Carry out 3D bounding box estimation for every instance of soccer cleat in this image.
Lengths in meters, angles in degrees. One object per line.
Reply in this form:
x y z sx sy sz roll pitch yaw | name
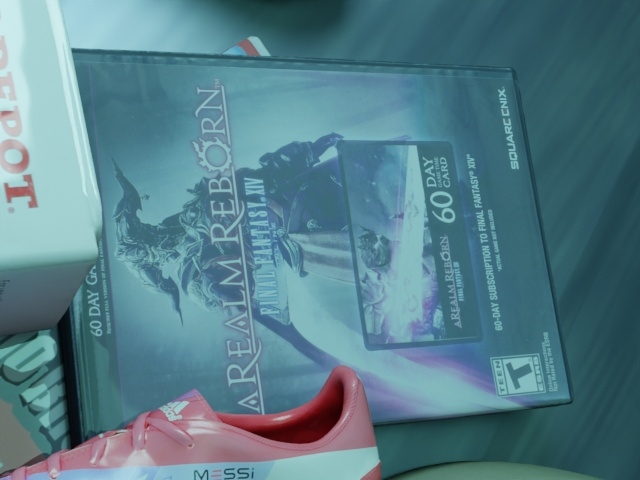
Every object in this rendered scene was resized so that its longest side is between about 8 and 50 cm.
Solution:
-0.085 0.109 0.496 0.248 0.083 0.095 -3 98 -28 | soccer cleat

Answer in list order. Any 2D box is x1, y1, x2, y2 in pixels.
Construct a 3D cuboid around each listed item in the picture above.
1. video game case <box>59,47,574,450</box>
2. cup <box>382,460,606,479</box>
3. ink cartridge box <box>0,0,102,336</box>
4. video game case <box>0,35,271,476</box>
0.000 0.000 0.613 0.274 0.026 0.196 -2 77 -28 | video game case
0.140 0.254 0.518 0.331 0.237 0.331 8 73 -25 | cup
-0.244 -0.051 0.466 0.273 0.115 0.198 -7 72 -25 | ink cartridge box
-0.080 0.046 0.588 0.285 0.025 0.204 -37 94 -30 | video game case
